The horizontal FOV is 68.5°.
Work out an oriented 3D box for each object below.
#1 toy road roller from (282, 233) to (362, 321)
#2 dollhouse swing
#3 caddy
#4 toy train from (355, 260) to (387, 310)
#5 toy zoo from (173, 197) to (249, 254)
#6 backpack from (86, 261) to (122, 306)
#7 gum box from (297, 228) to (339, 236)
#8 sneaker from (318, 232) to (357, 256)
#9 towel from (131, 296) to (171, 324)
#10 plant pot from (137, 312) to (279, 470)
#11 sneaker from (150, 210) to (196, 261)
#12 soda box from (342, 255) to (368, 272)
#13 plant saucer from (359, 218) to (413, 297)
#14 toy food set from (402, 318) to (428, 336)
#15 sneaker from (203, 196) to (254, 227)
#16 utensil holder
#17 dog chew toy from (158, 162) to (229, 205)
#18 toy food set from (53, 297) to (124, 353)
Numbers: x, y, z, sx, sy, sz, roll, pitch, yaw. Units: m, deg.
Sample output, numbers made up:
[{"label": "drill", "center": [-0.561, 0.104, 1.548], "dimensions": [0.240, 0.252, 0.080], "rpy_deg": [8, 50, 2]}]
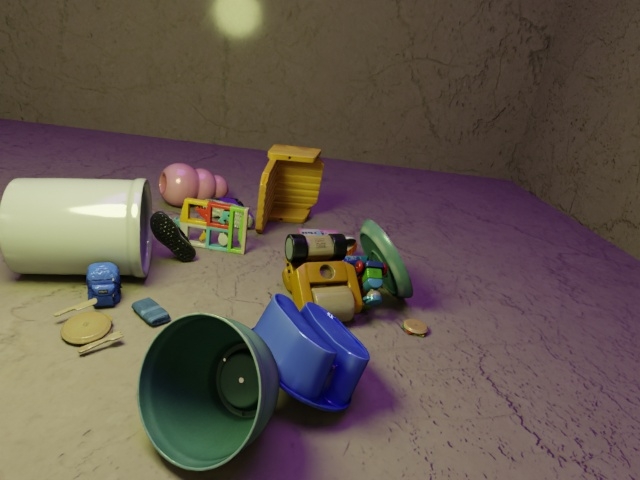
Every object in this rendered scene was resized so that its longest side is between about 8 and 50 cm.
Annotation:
[{"label": "toy road roller", "center": [-0.018, 0.139, 1.574], "dimensions": [0.202, 0.241, 0.330], "rpy_deg": [-1, 62, -23]}, {"label": "dollhouse swing", "center": [-0.134, -0.210, 2.123], "dimensions": [0.314, 0.347, 0.305], "rpy_deg": [4, 32, -13]}, {"label": "caddy", "center": [-0.041, 0.285, 1.185], "dimensions": [0.241, 0.179, 0.341], "rpy_deg": [20, 12, -37]}, {"label": "toy train", "center": [0.143, 0.175, 1.600], "dimensions": [0.105, 0.248, 0.144], "rpy_deg": [7, 62, -15]}, {"label": "toy zoo", "center": [-0.431, -0.058, 1.834], "dimensions": [0.293, 0.193, 0.030], "rpy_deg": [10, 23, 1]}, {"label": "backpack", "center": [-0.642, 0.131, 1.398], "dimensions": [0.097, 0.120, 0.101], "rpy_deg": [-3, 25, -28]}, {"label": "gum box", "center": [0.000, 0.000, 2.018], "dimensions": [0.188, 0.062, 0.107], "rpy_deg": [2, 24, -16]}, {"label": "sneaker", "center": [0.009, 0.019, 1.885], "dimensions": [0.262, 0.099, 0.121], "rpy_deg": [0, 18, -27]}, {"label": "towel", "center": [-0.499, 0.211, 1.379], "dimensions": [0.119, 0.029, 0.067], "rpy_deg": [27, 29, 36]}, {"label": "plant pot", "center": [-0.205, 0.302, 0.994], "dimensions": [0.293, 0.293, 0.196], "rpy_deg": [20, -1, 25]}, {"label": "sneaker", "center": [-0.540, -0.017, 1.701], "dimensions": [0.084, 0.235, 0.097], "rpy_deg": [-33, 37, -8]}, {"label": "soda box", "center": [0.072, 0.100, 1.734], "dimensions": [0.210, 0.071, 0.067], "rpy_deg": [-1, 20, 15]}, {"label": "plant saucer", "center": [0.221, 0.074, 1.664], "dimensions": [0.043, 0.318, 0.317], "rpy_deg": [-29, 33, -9]}, {"label": "toy food set", "center": [0.306, 0.280, 1.516], "dimensions": [0.083, 0.020, 0.082], "rpy_deg": [15, 24, 14]}, {"label": "sneaker", "center": [-0.394, -0.144, 2.168], "dimensions": [0.293, 0.102, 0.146], "rpy_deg": [22, 25, 30]}, {"label": "utensil holder", "center": [-0.761, -0.045, 1.515], "dimensions": [0.385, 0.328, 0.328], "rpy_deg": [1, 24, -14]}, {"label": "dog chew toy", "center": [-0.599, -0.261, 2.268], "dimensions": [0.331, 0.207, 0.206], "rpy_deg": [2, 22, -38]}, {"label": "toy food set", "center": [-0.626, 0.239, 1.267], "dimensions": [0.132, 0.039, 0.192], "rpy_deg": [-21, 41, -38]}]
